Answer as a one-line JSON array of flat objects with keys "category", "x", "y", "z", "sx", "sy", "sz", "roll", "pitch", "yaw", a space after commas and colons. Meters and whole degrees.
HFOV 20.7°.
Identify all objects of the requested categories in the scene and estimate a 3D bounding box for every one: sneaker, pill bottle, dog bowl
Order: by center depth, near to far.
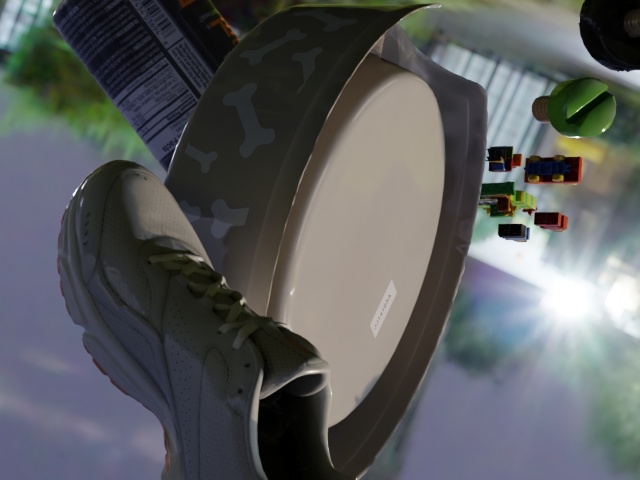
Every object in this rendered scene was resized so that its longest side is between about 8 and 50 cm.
[{"category": "sneaker", "x": -0.049, "y": 0.060, "z": 0.935, "sx": 0.099, "sy": 0.121, "sz": 0.262, "roll": -8, "pitch": -114, "yaw": -45}, {"category": "dog bowl", "x": 0.000, "y": 0.000, "z": 1.182, "sx": 0.102, "sy": 0.348, "sz": 0.349, "roll": 17, "pitch": -173, "yaw": 23}, {"category": "pill bottle", "x": -0.125, "y": -0.145, "z": 1.611, "sx": 0.245, "sy": 0.130, "sz": 0.130, "roll": 53, "pitch": -170, "yaw": -4}]

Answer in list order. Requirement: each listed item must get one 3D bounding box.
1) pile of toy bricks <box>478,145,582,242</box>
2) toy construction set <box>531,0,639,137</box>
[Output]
[{"category": "pile of toy bricks", "x": 0.232, "y": -0.053, "z": 2.169, "sx": 0.212, "sy": 0.118, "sz": 0.105, "roll": 1, "pitch": 170, "yaw": 29}, {"category": "toy construction set", "x": 0.339, "y": -0.114, "z": 1.011, "sx": 0.309, "sy": 0.257, "sz": 0.237, "roll": 28, "pitch": 172, "yaw": -18}]
